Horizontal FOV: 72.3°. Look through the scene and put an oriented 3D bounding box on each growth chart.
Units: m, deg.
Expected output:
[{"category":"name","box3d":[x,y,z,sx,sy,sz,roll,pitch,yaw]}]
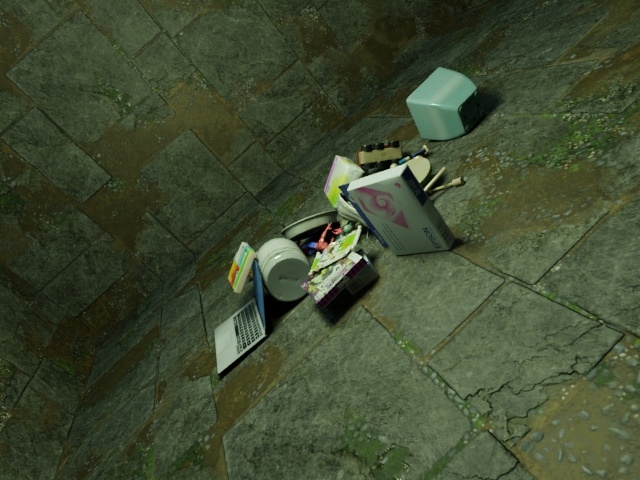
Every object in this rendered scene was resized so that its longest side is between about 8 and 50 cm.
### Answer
[{"category":"growth chart","box3d":[0.060,0.037,1.685,0.237,0.021,0.172,-32,21,26]}]

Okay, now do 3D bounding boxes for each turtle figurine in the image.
[{"category":"turtle figurine","box3d":[0.140,-0.067,1.922,0.175,0.118,0.234,-31,20,24]}]

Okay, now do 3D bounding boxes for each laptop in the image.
[{"category":"laptop","box3d":[-0.369,0.291,1.916,0.408,0.236,0.382,-39,22,-1]}]

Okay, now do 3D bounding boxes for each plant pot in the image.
[{"category":"plant pot","box3d":[0.599,-0.610,2.011,0.248,0.247,0.252,-45,40,-9]}]

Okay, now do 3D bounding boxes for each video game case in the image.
[{"category":"video game case","box3d":[0.045,0.128,1.625,0.232,0.042,0.210,-45,21,-4]}]

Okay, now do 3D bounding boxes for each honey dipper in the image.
[{"category":"honey dipper","box3d":[0.491,-0.215,1.732,0.160,0.030,0.030,-15,34,49]}]

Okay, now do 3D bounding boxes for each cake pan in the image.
[{"category":"cake pan","box3d":[-0.044,-0.063,2.094,0.293,0.054,0.293,-21,-7,-3]}]

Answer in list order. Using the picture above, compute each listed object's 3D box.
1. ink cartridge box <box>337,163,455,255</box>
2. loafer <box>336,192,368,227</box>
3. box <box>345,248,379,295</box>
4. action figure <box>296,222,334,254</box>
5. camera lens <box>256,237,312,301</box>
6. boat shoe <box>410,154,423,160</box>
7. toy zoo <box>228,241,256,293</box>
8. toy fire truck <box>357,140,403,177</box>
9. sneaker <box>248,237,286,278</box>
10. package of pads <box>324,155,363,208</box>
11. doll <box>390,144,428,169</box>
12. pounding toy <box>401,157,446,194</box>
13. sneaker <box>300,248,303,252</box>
[{"category":"ink cartridge box","box3d":[0.244,-0.083,1.510,0.330,0.324,0.071,-12,35,49]},{"category":"loafer","box3d":[0.201,-0.121,1.793,0.319,0.111,0.112,17,50,31]},{"category":"box","box3d":[0.138,0.116,1.646,0.126,0.072,0.137,-37,23,8]},{"category":"action figure","box3d":[0.000,0.000,2.036,0.280,0.091,0.139,3,58,59]},{"category":"camera lens","box3d":[-0.161,0.122,1.913,0.219,0.219,0.274,-42,23,-1]},{"category":"boat shoe","box3d":[0.415,-0.332,2.024,0.152,0.056,0.049,-40,56,34]},{"category":"toy zoo","box3d":[-0.368,0.115,2.014,0.192,0.030,0.293,-68,20,1]},{"category":"toy fire truck","box3d":[0.287,-0.413,2.256,0.217,0.159,0.246,-11,9,-9]},{"category":"sneaker","box3d":[-0.292,0.071,2.346,0.296,0.112,0.131,-37,23,9]},{"category":"package of pads","box3d":[0.117,-0.305,2.268,0.296,0.101,0.229,-114,42,-65]},{"category":"doll","box3d":[0.415,-0.376,2.060,0.189,0.046,0.129,-29,-11,-2]},{"category":"pounding toy","box3d":[0.412,-0.234,1.810,0.183,0.110,0.237,-46,33,0]},{"category":"sneaker","box3d":[-0.126,0.063,2.158,0.064,0.067,0.175,-36,22,16]}]
